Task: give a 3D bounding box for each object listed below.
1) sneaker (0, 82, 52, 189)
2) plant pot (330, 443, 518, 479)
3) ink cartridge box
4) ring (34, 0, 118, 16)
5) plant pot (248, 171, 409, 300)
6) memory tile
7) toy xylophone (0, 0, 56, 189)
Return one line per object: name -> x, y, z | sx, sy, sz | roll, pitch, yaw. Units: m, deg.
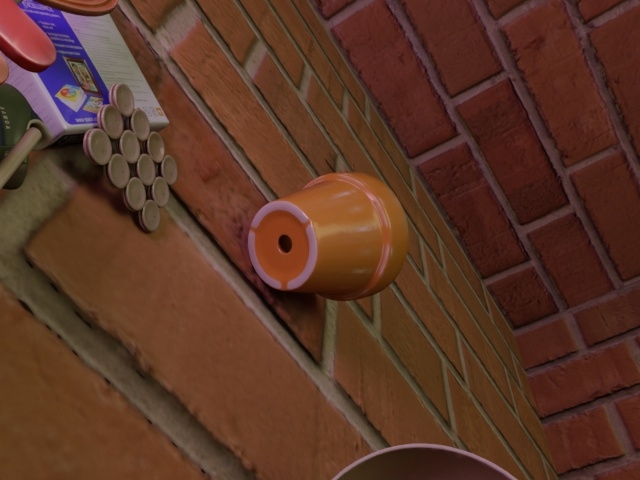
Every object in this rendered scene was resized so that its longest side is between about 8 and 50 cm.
sneaker -> -0.274, -0.072, 0.492 | 0.086, 0.064, 0.192 | 48, 21, -25
plant pot -> 0.103, 0.382, 0.627 | 0.191, 0.284, 0.284 | 95, -12, -50
ink cartridge box -> -0.279, -0.209, 0.686 | 0.208, 0.045, 0.206 | 63, 20, -4
ring -> -0.352, -0.342, 0.610 | 0.336, 0.032, 0.337 | 40, 23, -20
plant pot -> 0.000, 0.000, 0.932 | 0.188, 0.205, 0.205 | -9, 73, -54
memory tile -> -0.206, -0.090, 0.685 | 0.148, 0.012, 0.113 | 66, 26, -48
toy xylophone -> -0.270, -0.110, 0.359 | 0.236, 0.081, 0.323 | 42, 31, -33
